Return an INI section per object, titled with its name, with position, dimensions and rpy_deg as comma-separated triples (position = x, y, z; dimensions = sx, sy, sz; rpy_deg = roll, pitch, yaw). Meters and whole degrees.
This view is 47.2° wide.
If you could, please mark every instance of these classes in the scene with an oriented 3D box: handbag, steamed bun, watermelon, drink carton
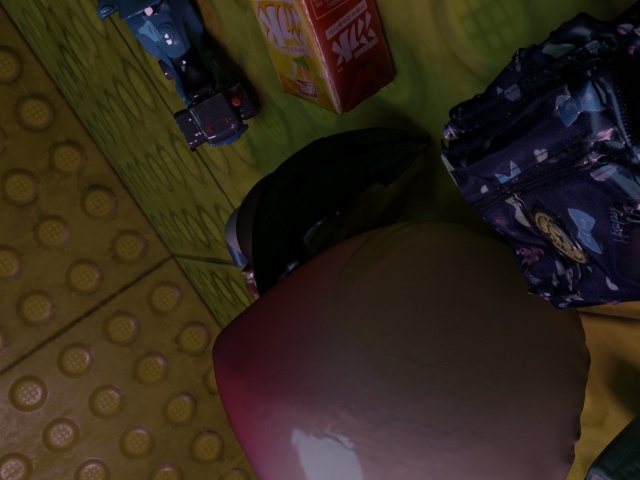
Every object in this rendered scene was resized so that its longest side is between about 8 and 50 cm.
[handbag]
position = 0.161, -0.041, 0.420
dimensions = 0.162, 0.113, 0.260
rpy_deg = 59, 169, 0
[steamed bun]
position = 0.049, 0.121, 0.624
dimensions = 0.309, 0.309, 0.309
rpy_deg = 46, 161, 22
[watermelon]
position = 0.000, 0.000, 0.735
dimensions = 0.301, 0.129, 0.123
rpy_deg = 120, 144, -43
[drink carton]
position = -0.017, -0.221, 0.599
dimensions = 0.096, 0.071, 0.223
rpy_deg = 33, 154, 47

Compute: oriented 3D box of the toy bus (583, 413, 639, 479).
[toy bus]
position = 0.325, 0.249, 0.553
dimensions = 0.262, 0.091, 0.109
rpy_deg = 40, 166, 33

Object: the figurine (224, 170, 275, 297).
[figurine]
position = -0.029, -0.008, 0.907
dimensions = 0.158, 0.161, 0.275
rpy_deg = 32, 166, -9

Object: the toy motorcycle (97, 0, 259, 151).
[toy motorcycle]
position = -0.174, -0.238, 0.906
dimensions = 0.272, 0.124, 0.182
rpy_deg = 61, -177, -14
